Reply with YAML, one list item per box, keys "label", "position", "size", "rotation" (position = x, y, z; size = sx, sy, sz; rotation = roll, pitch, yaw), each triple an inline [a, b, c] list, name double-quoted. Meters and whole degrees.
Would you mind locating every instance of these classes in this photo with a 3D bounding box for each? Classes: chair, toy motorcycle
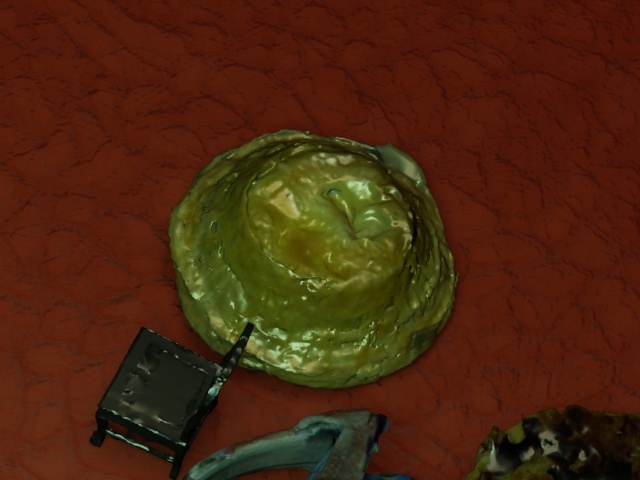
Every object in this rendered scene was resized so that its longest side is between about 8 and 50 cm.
- label: "chair"
  position: [-0.149, 0.141, 1.860]
  size: [0.113, 0.229, 0.106]
  rotation: [25, 58, 2]
- label: "toy motorcycle"
  position: [-0.034, 0.309, 1.820]
  size: [0.241, 0.182, 0.319]
  rotation: [4, 29, 39]

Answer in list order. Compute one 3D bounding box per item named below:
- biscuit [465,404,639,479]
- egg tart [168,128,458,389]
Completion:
- label: "biscuit"
  position: [0.303, 0.312, 1.928]
  size: [0.334, 0.081, 0.289]
  rotation: [14, 58, -7]
- label: "egg tart"
  position: [-0.004, 0.001, 2.029]
  size: [0.341, 0.129, 0.341]
  rotation: [4, 58, -6]
